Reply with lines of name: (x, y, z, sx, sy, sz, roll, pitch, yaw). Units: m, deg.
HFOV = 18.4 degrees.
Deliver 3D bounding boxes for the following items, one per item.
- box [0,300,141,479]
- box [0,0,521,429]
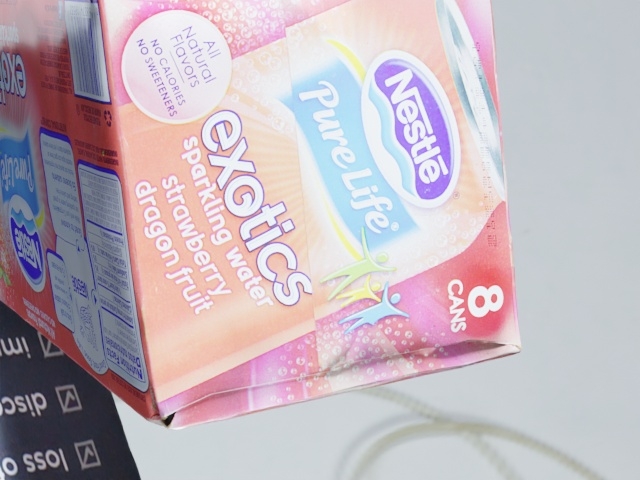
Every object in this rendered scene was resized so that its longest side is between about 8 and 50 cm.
box: (-0.319, 0.185, 0.863, 0.480, 0.297, 0.472, -3, 67, -54)
box: (-0.049, -0.038, 0.793, 0.142, 0.300, 0.154, -9, 100, -19)
